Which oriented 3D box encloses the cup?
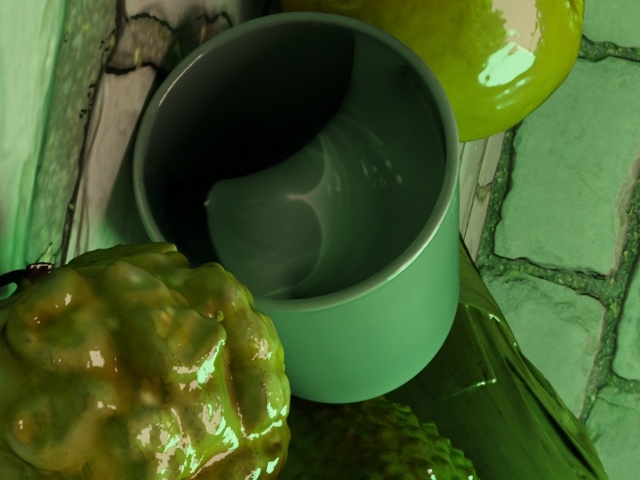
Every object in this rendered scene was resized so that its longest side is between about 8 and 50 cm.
[{"bbox_3d":[0.000,0.000,0.916,0.312,0.205,0.205,72,34,-68],"label":"cup"}]

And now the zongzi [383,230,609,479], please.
[{"bbox_3d":[0.152,0.119,1.256,0.500,0.218,0.466,31,-54,58],"label":"zongzi"}]

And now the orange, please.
[{"bbox_3d":[0.086,-0.212,0.981,0.279,0.235,0.279,-3,90,-70],"label":"orange"}]

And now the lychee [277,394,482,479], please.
[{"bbox_3d":[0.007,0.249,1.055,0.270,0.320,0.270,-45,-162,19],"label":"lychee"}]

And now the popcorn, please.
[{"bbox_3d":[-0.119,0.092,0.632,0.169,0.218,0.189,56,5,-7],"label":"popcorn"}]
